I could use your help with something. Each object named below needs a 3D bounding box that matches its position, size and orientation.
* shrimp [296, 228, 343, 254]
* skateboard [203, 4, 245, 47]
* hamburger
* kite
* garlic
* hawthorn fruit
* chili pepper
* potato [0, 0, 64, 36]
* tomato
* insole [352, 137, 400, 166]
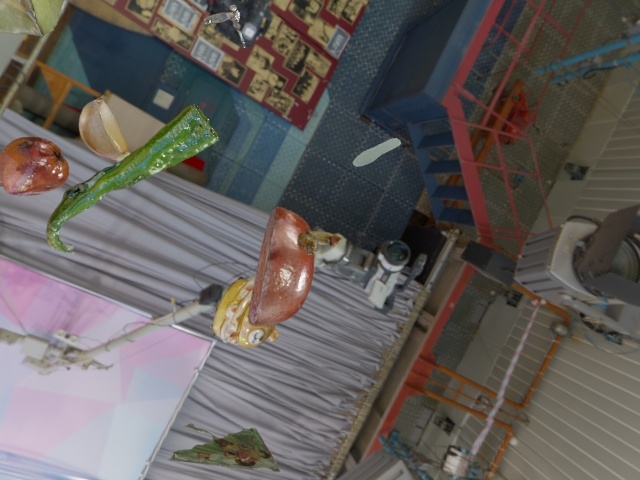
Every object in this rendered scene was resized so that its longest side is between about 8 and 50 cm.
[{"bbox_3d":[0.000,0.008,0.918,0.162,0.095,0.045,-107,-150,-76],"label":"shrimp"},{"bbox_3d":[-0.160,-0.362,0.759,0.032,0.064,0.083,87,-19,-59],"label":"skateboard"},{"bbox_3d":[-0.278,0.310,1.797,0.276,0.237,0.276,21,90,-76],"label":"hamburger"},{"bbox_3d":[-0.204,0.469,1.012,0.268,0.323,0.013,11,-96,28],"label":"kite"},{"bbox_3d":[-0.679,-0.344,1.368,0.128,0.115,0.206,-129,-155,-50],"label":"garlic"},{"bbox_3d":[-0.816,-0.209,1.258,0.179,0.173,0.173,-26,-144,28],"label":"hawthorn fruit"},{"bbox_3d":[-0.350,-0.117,0.816,0.359,0.085,0.076,-38,-143,-5],"label":"chili pepper"},{"bbox_3d":[-0.479,-0.344,0.567,0.112,0.255,0.269,82,-8,-48],"label":"potato"},{"bbox_3d":[-0.096,0.078,1.194,0.338,0.144,0.338,-166,-90,-78],"label":"tomato"},{"bbox_3d":[0.149,-0.236,1.199,0.153,0.053,0.002,-22,-124,34],"label":"insole"}]
